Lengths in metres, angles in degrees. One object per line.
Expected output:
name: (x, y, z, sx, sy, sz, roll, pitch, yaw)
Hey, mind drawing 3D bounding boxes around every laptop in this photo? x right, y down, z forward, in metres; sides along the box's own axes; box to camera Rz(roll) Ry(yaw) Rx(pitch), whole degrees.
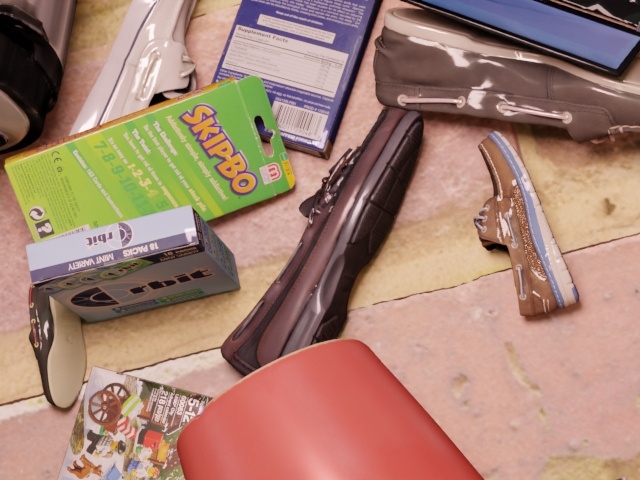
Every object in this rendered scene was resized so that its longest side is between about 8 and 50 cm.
laptop: (0.226, -0.290, 1.509, 0.234, 0.136, 0.264, 22, 81, 13)

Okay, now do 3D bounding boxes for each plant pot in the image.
plant pot: (0.012, 0.236, 1.352, 0.275, 0.275, 0.243, -30, 71, 1)

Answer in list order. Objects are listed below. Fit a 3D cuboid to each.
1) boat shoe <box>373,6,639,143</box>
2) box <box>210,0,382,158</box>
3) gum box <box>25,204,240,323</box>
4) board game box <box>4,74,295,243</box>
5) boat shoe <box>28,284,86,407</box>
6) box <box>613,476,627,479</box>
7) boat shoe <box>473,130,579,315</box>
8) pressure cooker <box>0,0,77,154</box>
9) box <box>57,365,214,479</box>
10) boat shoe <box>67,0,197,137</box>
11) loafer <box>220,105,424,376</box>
boat shoe: (0.211, -0.142, 1.503, 0.335, 0.112, 0.095, 16, 114, 14)
box: (-0.021, -0.206, 1.579, 0.136, 0.036, 0.225, 17, 81, 12)
gum box: (-0.171, 0.026, 1.469, 0.157, 0.184, 0.041, -13, 75, 6)
board game box: (-0.163, -0.065, 1.519, 0.259, 0.039, 0.124, -20, 109, -5)
boat shoe: (-0.261, 0.099, 1.541, 0.042, 0.049, 0.133, -10, 81, 35)
box: (0.272, 0.358, 1.329, 0.087, 0.169, 0.290, -21, 73, 1)
boat shoe: (0.181, -0.015, 1.485, 0.066, 0.066, 0.183, -23, 74, 4)
pressure cooker: (-0.404, -0.252, 1.469, 0.375, 0.370, 0.420, 3, 74, 15)
box: (-0.173, 0.251, 1.486, 0.159, 0.044, 0.233, 13, 79, 12)
boat shoe: (-0.167, -0.163, 1.563, 0.088, 0.096, 0.267, 26, 83, 8)
loafer: (0.000, 0.000, 1.493, 0.095, 0.109, 0.302, 23, 84, 18)
